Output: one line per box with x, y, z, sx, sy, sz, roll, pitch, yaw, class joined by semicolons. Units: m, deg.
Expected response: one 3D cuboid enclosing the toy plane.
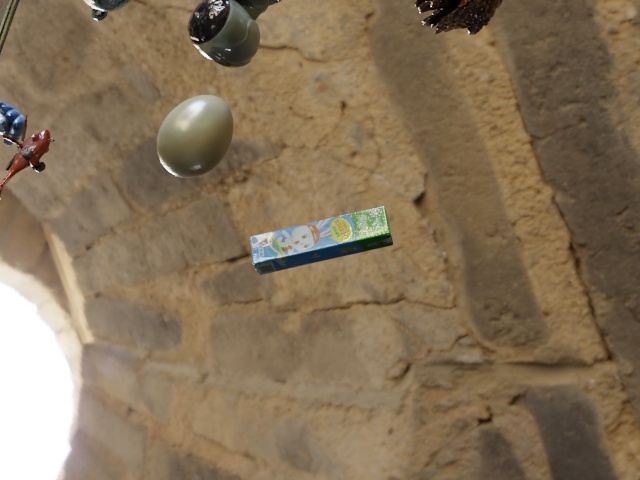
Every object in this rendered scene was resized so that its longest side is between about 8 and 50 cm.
-0.665;-0.172;1.823;0.077;0.194;0.126;23;-41;26;toy plane

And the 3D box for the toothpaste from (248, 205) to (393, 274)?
0.000;0.000;1.575;0.050;0.267;0.065;66;13;-58;toothpaste

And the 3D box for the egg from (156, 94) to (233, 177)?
-0.332;-0.280;2.228;0.186;0.241;0.186;30;-15;9;egg

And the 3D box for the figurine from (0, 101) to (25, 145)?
-0.768;-0.287;2.054;0.114;0.079;0.114;12;-76;57;figurine

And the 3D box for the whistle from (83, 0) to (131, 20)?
-0.507;-0.655;1.986;0.163;0.164;0.289;48;-47;29;whistle

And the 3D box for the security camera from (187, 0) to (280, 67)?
-0.221;-0.556;2.030;0.197;0.191;0.277;0;-110;36;security camera

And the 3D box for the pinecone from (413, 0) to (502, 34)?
0.208;-0.397;1.271;0.174;0.174;0.173;33;-46;43;pinecone

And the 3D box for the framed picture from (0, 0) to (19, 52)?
-0.661;-0.473;1.709;0.231;0.018;0.293;-64;-146;15;framed picture
